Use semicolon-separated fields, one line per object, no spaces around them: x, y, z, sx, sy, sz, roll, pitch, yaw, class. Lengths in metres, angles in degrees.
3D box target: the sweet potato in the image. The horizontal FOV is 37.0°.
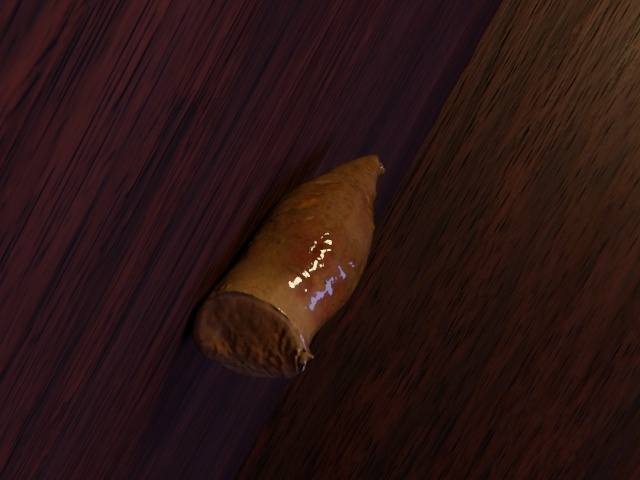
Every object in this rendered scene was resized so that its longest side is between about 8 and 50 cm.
-0.003;-0.001;1.026;0.336;0.131;0.131;-56;172;-38;sweet potato
